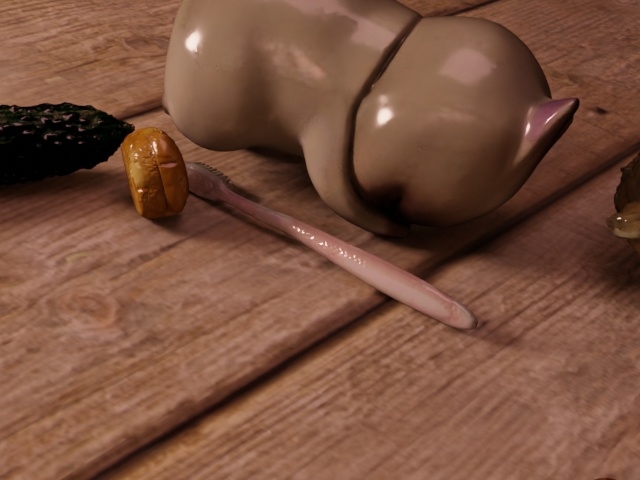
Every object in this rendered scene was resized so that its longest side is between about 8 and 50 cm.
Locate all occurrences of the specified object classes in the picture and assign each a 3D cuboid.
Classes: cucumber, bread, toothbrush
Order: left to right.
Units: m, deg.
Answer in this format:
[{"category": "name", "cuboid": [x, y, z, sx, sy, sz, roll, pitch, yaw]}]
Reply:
[{"category": "cucumber", "cuboid": [-0.281, -0.072, 1.055, 0.300, 0.072, 0.072, -6, 34, -38]}, {"category": "bread", "cuboid": [-0.135, -0.055, 1.089, 0.046, 0.083, 0.081, -16, 70, -11]}, {"category": "toothbrush", "cuboid": [0.000, 0.000, 1.106, 0.307, 0.025, 0.029, 28, 23, 24]}]

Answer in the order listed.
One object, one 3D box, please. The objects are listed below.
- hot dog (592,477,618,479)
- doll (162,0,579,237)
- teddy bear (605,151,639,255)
[{"category": "hot dog", "cuboid": [0.096, 0.231, 0.637, 0.158, 0.117, 0.349, 36, 33, 25]}, {"category": "doll", "cuboid": [0.027, -0.134, 1.179, 0.370, 0.226, 0.215, 31, 0, 10]}, {"category": "teddy bear", "cuboid": [0.371, 0.000, 1.151, 0.256, 0.156, 0.267, 23, 31, 19]}]
